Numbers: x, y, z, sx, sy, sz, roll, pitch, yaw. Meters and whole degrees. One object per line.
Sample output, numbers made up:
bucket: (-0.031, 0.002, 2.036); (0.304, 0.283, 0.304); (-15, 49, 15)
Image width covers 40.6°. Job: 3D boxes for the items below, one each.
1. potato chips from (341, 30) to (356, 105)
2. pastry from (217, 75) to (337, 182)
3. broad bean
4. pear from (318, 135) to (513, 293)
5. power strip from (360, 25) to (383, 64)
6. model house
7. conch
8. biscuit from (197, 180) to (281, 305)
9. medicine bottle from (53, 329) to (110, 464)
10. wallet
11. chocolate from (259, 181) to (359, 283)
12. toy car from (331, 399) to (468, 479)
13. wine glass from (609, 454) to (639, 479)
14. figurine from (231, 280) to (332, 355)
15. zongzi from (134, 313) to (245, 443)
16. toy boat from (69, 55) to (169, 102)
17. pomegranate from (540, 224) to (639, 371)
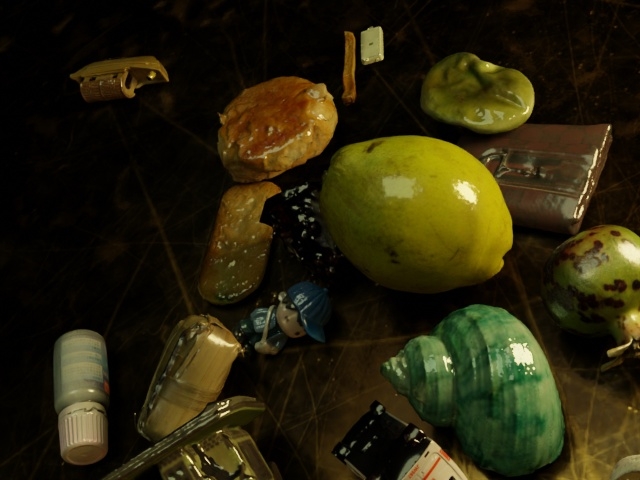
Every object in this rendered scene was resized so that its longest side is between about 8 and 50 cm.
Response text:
potato chips: (0.051, -0.304, 1.541); (0.026, 0.037, 0.204); (-6, 47, 11)
pastry: (-0.081, -0.190, 1.469); (0.218, 0.100, 0.229); (-38, 45, -9)
broad bean: (0.231, -0.222, 1.322); (0.153, 0.072, 0.206); (-31, 32, -2)
pear: (0.126, -0.035, 1.160); (0.269, 0.212, 0.212); (23, 62, -1)
power strip: (0.093, -0.352, 1.566); (0.040, 0.016, 0.090); (-14, 49, 19)
model house: (-0.105, 0.357, 1.036); (0.218, 0.205, 0.278); (-34, 76, 2)
conch: (0.179, 0.168, 1.030); (0.202, 0.134, 0.196); (-5, 52, 24)
biscuit: (-0.128, 0.000, 1.398); (0.118, 0.029, 0.247); (-3, 52, 20)
medicine bottle: (-0.358, 0.233, 1.297); (0.083, 0.083, 0.203); (-24, 46, 9)
wallet: (0.285, -0.100, 1.246); (0.229, 0.049, 0.182); (9, 62, 35)
chocolate: (0.000, 0.000, 1.266); (0.156, 0.156, 0.133); (-21, 66, 12)
toy car: (0.096, 0.267, 1.021); (0.089, 0.108, 0.210); (-50, 14, -10)
wine glass: (0.400, 0.209, 0.878); (0.165, 0.165, 0.196); (12, 54, 34)
figurine: (-0.051, 0.118, 1.241); (0.149, 0.086, 0.087); (-24, 22, 24)
zongzi: (-0.202, 0.196, 1.255); (0.194, 0.099, 0.197); (-62, 20, -7)
toy boat: (-0.415, -0.330, 1.787); (0.226, 0.068, 0.088); (-1, 60, 24)
pomegranate: (0.342, 0.068, 1.035); (0.148, 0.148, 0.169); (-17, 74, 15)
